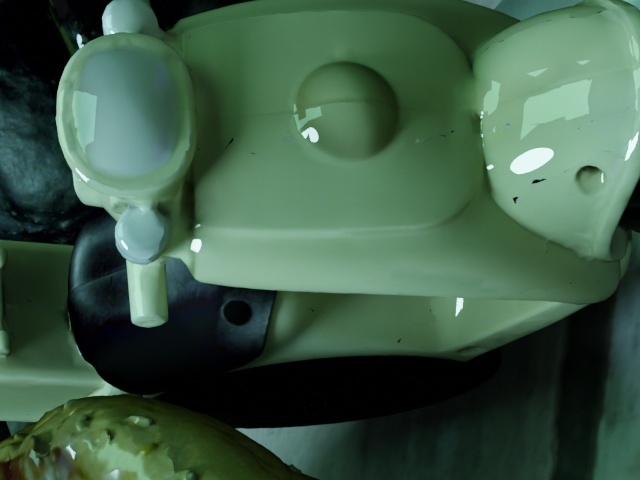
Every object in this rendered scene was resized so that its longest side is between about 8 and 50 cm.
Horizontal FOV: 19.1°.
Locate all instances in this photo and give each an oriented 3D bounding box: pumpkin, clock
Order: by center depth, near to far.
[{"bbox_3d":[0.000,0.000,0.745,0.379,0.276,0.120,-40,52,56],"label":"clock"},{"bbox_3d":[-0.103,-0.079,1.051,0.296,0.296,0.295,-38,38,38],"label":"pumpkin"}]

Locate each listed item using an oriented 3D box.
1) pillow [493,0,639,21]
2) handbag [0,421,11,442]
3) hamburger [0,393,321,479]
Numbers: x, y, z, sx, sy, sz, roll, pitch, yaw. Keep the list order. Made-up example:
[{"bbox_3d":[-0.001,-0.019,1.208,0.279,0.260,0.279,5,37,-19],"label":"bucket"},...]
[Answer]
[{"bbox_3d":[0.162,-0.165,0.833,0.254,0.078,0.144,-59,25,5],"label":"pillow"},{"bbox_3d":[-0.283,0.128,1.098,0.275,0.178,0.301,28,130,60],"label":"handbag"},{"bbox_3d":[-0.062,0.161,0.778,0.309,0.211,0.132,-39,21,54],"label":"hamburger"}]
